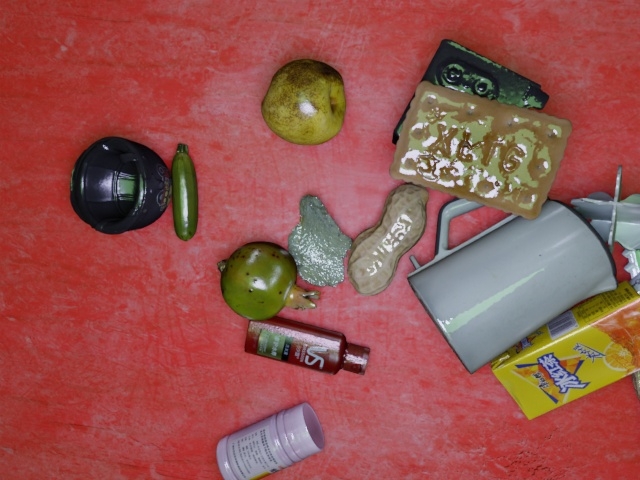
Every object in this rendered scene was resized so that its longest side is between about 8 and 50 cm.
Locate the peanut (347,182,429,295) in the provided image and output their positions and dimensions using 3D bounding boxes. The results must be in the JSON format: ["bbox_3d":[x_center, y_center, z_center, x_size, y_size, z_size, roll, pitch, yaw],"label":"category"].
[{"bbox_3d":[0.161,-0.006,1.139,0.136,0.120,0.298,35,94,22],"label":"peanut"}]

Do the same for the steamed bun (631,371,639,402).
[{"bbox_3d":[0.884,0.385,1.066,0.248,0.189,0.427,-10,93,-1],"label":"steamed bun"}]

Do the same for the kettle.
[{"bbox_3d":[0.396,0.053,1.084,0.377,0.250,0.361,-33,62,5],"label":"kettle"}]

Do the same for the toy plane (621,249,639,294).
[{"bbox_3d":[0.777,0.071,1.081,0.251,0.101,0.255,47,110,23],"label":"toy plane"}]

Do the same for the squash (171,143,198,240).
[{"bbox_3d":[-0.347,-0.123,1.207,0.066,0.066,0.251,-2,94,6],"label":"squash"}]

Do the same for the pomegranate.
[{"bbox_3d":[-0.123,0.100,1.127,0.246,0.198,0.198,12,96,31],"label":"pomegranate"}]

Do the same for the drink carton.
[{"bbox_3d":[0.583,0.255,1.076,0.351,0.111,0.154,-37,91,22],"label":"drink carton"}]

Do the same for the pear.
[{"bbox_3d":[-0.042,-0.318,1.102,0.198,0.197,0.197,0,95,6],"label":"pear"}]

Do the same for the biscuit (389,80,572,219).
[{"bbox_3d":[0.321,-0.184,0.968,0.325,0.044,0.217,19,102,6],"label":"biscuit"}]

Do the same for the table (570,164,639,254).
[{"bbox_3d":[0.635,-0.061,1.017,0.167,0.198,0.166,-6,78,31],"label":"table"}]

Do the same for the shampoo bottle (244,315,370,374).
[{"bbox_3d":[-0.035,0.269,1.199,0.315,0.076,0.118,14,104,4],"label":"shampoo bottle"}]

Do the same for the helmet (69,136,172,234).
[{"bbox_3d":[-0.475,-0.131,1.172,0.279,0.160,0.230,3,94,32],"label":"helmet"}]

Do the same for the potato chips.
[{"bbox_3d":[-0.003,0.000,1.183,0.167,0.059,0.228,13,104,11],"label":"potato chips"}]

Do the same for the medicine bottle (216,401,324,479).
[{"bbox_3d":[-0.126,0.518,1.203,0.250,0.133,0.133,-27,91,6],"label":"medicine bottle"}]

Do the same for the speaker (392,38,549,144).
[{"bbox_3d":[0.323,-0.271,1.068,0.254,0.184,0.232,29,97,4],"label":"speaker"}]
